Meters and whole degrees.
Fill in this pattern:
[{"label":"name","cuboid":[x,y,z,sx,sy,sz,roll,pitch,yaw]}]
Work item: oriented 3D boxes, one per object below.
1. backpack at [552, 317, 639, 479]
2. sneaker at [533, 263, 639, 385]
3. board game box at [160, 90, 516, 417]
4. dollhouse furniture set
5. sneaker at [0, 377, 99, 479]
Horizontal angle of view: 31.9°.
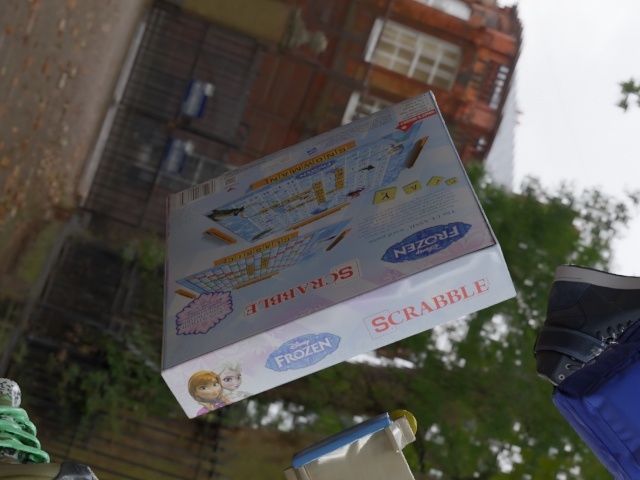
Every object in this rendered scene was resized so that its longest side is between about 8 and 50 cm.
[{"label":"backpack","cuboid":[0.225,0.096,0.713,0.120,0.098,0.101,-36,169,-4]},{"label":"sneaker","cuboid":[0.351,0.121,1.287,0.226,0.086,0.163,6,-116,43]},{"label":"board game box","cuboid":[0.000,0.000,1.107,0.318,0.319,0.066,-99,166,-57]},{"label":"dollhouse furniture set","cuboid":[0.039,0.401,1.508,0.303,0.286,0.198,-26,179,2]},{"label":"sneaker","cuboid":[-0.352,0.222,1.158,0.410,0.158,0.182,-16,-123,47]}]
